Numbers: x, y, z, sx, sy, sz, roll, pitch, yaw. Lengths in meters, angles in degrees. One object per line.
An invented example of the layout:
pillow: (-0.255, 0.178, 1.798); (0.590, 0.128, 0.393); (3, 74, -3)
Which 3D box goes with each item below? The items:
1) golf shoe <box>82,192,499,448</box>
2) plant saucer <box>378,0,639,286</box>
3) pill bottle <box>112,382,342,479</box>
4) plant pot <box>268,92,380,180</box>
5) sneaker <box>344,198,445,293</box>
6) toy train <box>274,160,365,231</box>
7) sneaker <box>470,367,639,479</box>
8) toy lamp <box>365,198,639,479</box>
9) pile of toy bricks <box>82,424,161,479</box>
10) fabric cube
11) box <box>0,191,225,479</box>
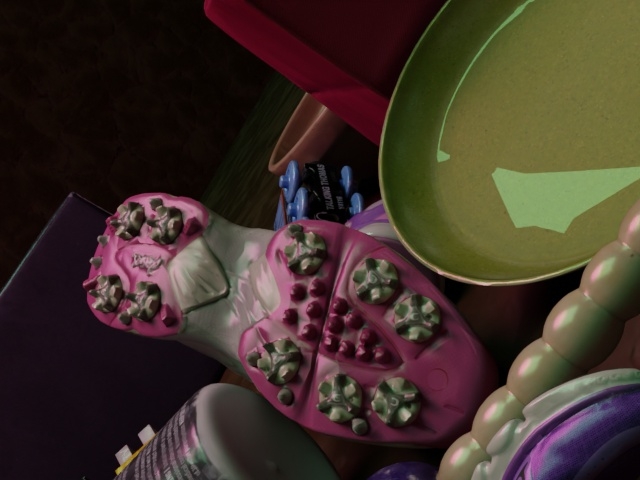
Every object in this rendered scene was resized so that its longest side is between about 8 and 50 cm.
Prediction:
golf shoe: (-0.011, 0.049, 0.574); (0.306, 0.140, 0.115); (20, 83, 37)
plant saucer: (0.134, -0.081, 0.494); (0.241, 0.037, 0.241); (-29, 47, 36)
pill bottle: (-0.104, 0.215, 0.555); (0.246, 0.130, 0.130); (-47, 14, 13)
plant pot: (0.051, -0.147, 0.981); (0.237, 0.109, 0.237); (-52, 14, 18)
sneaker: (0.022, 0.036, 0.704); (0.236, 0.095, 0.105); (-38, 16, 45)
toy train: (0.000, 0.000, 0.842); (0.184, 0.080, 0.105); (-102, 21, -53)
sneaker: (0.084, 0.125, 0.319); (0.170, 0.068, 0.071); (-63, 26, 13)
toy lamp: (0.120, 0.023, 0.366); (0.275, 0.080, 0.080); (-57, 12, 13)
pile of toy bricks: (-0.205, 0.306, 0.909); (0.212, 0.118, 0.105); (-42, 39, -6)
fabric cube: (0.079, -0.218, 0.701); (0.254, 0.259, 0.258); (-55, 12, 3)
box: (-0.383, 0.260, 1.230); (0.471, 0.297, 0.480); (-31, 28, 60)
